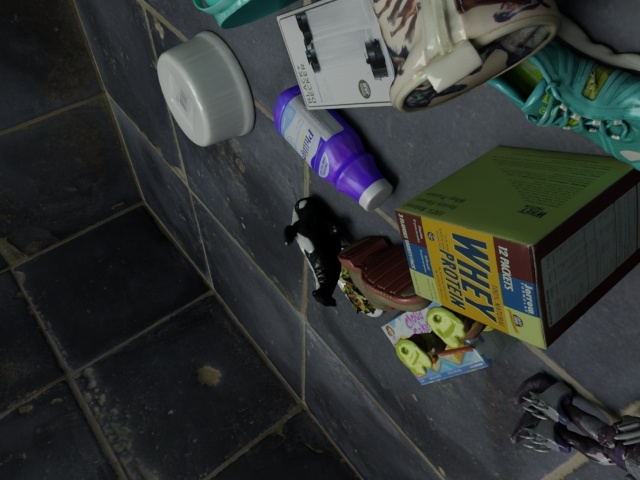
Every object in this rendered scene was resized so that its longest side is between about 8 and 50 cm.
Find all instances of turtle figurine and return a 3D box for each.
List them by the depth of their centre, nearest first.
[{"bbox_3d":[0.217,0.116,0.754,0.270,0.218,0.087,-37,69,35],"label":"turtle figurine"}]

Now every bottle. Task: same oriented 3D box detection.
[{"bbox_3d":[0.022,-0.175,0.997,0.282,0.092,0.118,50,154,19],"label":"bottle"}]

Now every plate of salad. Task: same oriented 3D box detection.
[{"bbox_3d":[0.080,0.109,1.278,0.200,0.048,0.199,43,151,31],"label":"plate of salad"}]

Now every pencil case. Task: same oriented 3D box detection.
[{"bbox_3d":[0.087,-0.326,0.476,0.160,0.184,0.409,-19,86,38],"label":"pencil case"}]

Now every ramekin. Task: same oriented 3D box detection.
[{"bbox_3d":[-0.300,-0.378,1.331,0.277,0.135,0.277,44,153,30],"label":"ramekin"}]

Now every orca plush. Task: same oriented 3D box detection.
[{"bbox_3d":[0.000,0.000,1.170,0.102,0.151,0.287,-51,27,43],"label":"orca plush"}]

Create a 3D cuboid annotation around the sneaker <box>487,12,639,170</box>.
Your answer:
[{"bbox_3d":[0.267,-0.143,0.542,0.275,0.110,0.107,44,152,28],"label":"sneaker"}]

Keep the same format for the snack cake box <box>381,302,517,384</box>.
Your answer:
[{"bbox_3d":[0.236,0.179,1.009,0.152,0.089,0.264,53,155,10],"label":"snack cake box"}]

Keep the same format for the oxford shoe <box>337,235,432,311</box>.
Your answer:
[{"bbox_3d":[0.144,0.082,1.013,0.130,0.123,0.348,62,175,-16],"label":"oxford shoe"}]

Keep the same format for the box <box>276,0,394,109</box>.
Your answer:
[{"bbox_3d":[0.061,-0.293,0.789,0.290,0.087,0.169,21,136,55],"label":"box"}]

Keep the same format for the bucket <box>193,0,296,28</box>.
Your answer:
[{"bbox_3d":[-0.074,-0.425,0.695,0.281,0.281,0.183,5,126,61],"label":"bucket"}]

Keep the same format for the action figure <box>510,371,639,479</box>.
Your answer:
[{"bbox_3d":[0.434,0.313,0.779,0.285,0.099,0.185,16,127,53],"label":"action figure"}]

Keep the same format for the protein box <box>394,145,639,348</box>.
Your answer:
[{"bbox_3d":[0.242,-0.008,0.635,0.200,0.201,0.135,22,137,53],"label":"protein box"}]
